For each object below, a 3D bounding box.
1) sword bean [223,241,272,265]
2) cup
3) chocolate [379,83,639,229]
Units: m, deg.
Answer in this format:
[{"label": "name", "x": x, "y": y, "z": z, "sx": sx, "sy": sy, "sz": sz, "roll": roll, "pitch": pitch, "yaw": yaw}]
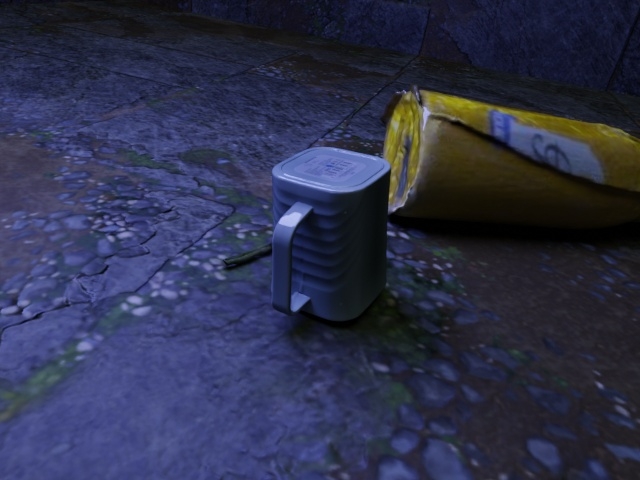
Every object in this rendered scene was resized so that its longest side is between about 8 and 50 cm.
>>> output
[{"label": "sword bean", "x": -0.065, "y": 0.011, "z": 0.494, "sx": 0.012, "sy": 0.012, "sz": 0.083, "roll": 30, "pitch": 36, "yaw": 33}, {"label": "cup", "x": 0.000, "y": 0.000, "z": 0.419, "sx": 0.095, "sy": 0.130, "sz": 0.128, "roll": 18, "pitch": 34, "yaw": 28}, {"label": "chocolate", "x": 0.302, "y": -0.096, "z": 0.624, "sx": 0.444, "sy": 0.162, "sz": 0.162, "roll": 5, "pitch": 30, "yaw": -9}]
